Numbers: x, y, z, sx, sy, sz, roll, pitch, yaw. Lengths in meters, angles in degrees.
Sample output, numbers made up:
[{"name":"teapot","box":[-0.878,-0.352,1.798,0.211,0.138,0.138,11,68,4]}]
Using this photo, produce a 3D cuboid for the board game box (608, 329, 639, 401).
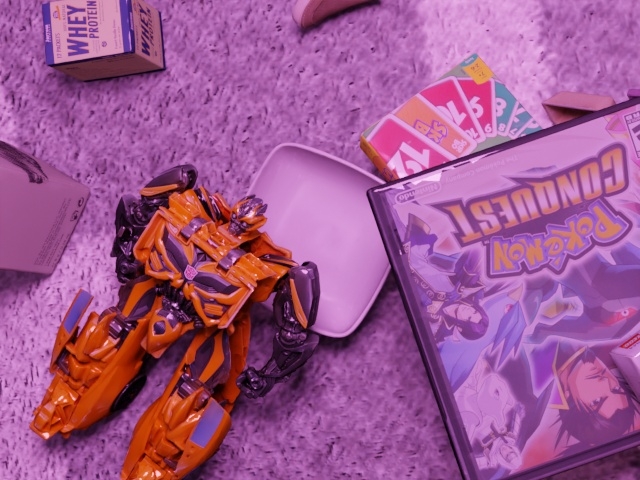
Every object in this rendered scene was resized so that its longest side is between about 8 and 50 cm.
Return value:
[{"name":"board game box","box":[0.388,0.075,0.912,0.305,0.053,0.193,-35,94,-5]}]

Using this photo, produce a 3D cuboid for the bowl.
[{"name":"bowl","box":[0.000,0.000,1.077,0.142,0.053,0.142,27,93,15]}]

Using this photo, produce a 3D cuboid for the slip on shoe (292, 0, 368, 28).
[{"name":"slip on shoe","box":[0.037,-0.224,1.086,0.135,0.051,0.041,-37,76,1]}]

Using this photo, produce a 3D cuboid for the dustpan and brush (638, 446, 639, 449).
[{"name":"dustpan and brush","box":[0.281,0.149,0.990,0.147,0.060,0.211,18,90,15]}]

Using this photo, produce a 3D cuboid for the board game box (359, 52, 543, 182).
[{"name":"board game box","box":[0.158,-0.020,1.016,0.124,0.039,0.259,-36,78,-10]}]

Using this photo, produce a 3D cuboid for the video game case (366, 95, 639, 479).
[{"name":"video game case","box":[0.203,0.035,0.946,0.274,0.035,0.248,-19,93,-2]}]

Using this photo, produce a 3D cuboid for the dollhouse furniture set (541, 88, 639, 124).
[{"name":"dollhouse furniture set","box":[0.230,-0.066,1.019,0.114,0.091,0.081,15,66,43]}]

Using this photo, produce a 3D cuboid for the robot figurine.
[{"name":"robot figurine","box":[-0.125,0.083,1.054,0.211,0.085,0.291,38,116,14]}]

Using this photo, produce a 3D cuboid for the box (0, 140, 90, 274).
[{"name":"box","box":[-0.310,-0.040,1.043,0.113,0.275,0.094,28,93,15]}]

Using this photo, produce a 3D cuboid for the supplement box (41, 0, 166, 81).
[{"name":"supplement box","box":[-0.193,-0.182,1.122,0.083,0.083,0.056,-7,85,14]}]
